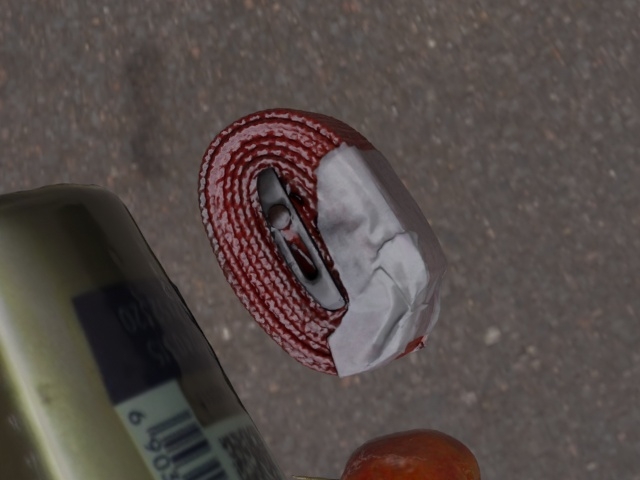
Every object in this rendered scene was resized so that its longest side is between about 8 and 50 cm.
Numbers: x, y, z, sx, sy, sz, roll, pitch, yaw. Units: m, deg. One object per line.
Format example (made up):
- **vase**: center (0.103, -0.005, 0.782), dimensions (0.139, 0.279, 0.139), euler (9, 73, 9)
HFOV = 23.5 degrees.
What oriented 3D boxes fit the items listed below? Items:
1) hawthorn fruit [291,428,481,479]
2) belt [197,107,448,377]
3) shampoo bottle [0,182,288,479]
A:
- **hawthorn fruit**: center (0.064, 0.203, 1.196), dimensions (0.140, 0.125, 0.125), euler (40, 111, -12)
- **belt**: center (0.000, 0.000, 1.064), dimensions (0.128, 0.124, 0.201), euler (-34, 83, 13)
- **shampoo bottle**: center (-0.003, 0.151, 0.382), dimensions (0.084, 0.125, 0.350), euler (-34, 84, 14)
